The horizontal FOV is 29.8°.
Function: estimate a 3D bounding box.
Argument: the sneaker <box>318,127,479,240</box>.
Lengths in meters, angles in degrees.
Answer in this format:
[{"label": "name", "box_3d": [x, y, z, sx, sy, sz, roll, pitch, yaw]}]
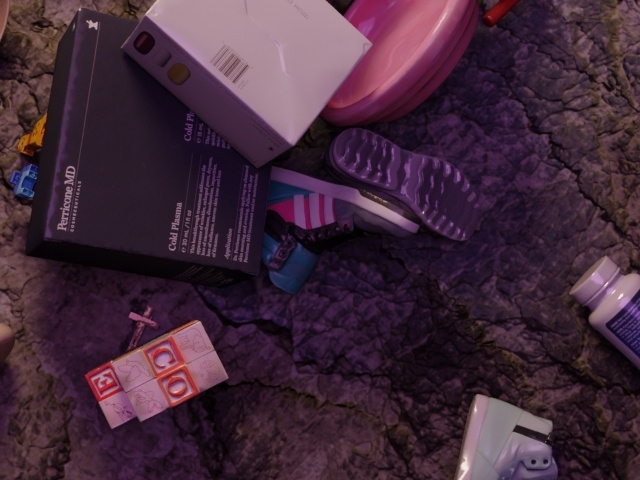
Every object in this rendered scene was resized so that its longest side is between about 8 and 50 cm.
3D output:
[{"label": "sneaker", "box_3d": [0.125, -0.090, 1.874, 0.281, 0.115, 0.105, 31, 74, -19]}]

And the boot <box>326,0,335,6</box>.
[{"label": "boot", "box_3d": [0.002, -0.459, 1.873, 0.118, 0.222, 0.338, 25, 77, 8]}]

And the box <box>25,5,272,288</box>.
[{"label": "box", "box_3d": [-0.243, -0.127, 1.768, 0.312, 0.179, 0.343, 11, 78, -21]}]

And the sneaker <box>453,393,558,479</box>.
[{"label": "sneaker", "box_3d": [0.275, 0.370, 1.800, 0.151, 0.094, 0.256, 15, 76, 4]}]

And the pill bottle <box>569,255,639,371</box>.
[{"label": "pill bottle", "box_3d": [0.482, 0.117, 1.860, 0.187, 0.112, 0.112, 43, 79, 3]}]

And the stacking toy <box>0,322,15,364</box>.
[{"label": "stacking toy", "box_3d": [-0.607, 0.073, 1.767, 0.141, 0.141, 0.330, -44, 82, -11]}]

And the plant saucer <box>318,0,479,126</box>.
[{"label": "plant saucer", "box_3d": [0.121, -0.301, 1.819, 0.084, 0.332, 0.332, 35, 77, -26]}]

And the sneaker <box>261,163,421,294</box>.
[{"label": "sneaker", "box_3d": [0.000, 0.000, 1.794, 0.295, 0.124, 0.178, 18, 87, 38]}]

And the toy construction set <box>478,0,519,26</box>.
[{"label": "toy construction set", "box_3d": [0.250, -0.527, 1.923, 0.237, 0.257, 0.309, -43, 107, -23]}]

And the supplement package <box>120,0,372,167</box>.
[{"label": "supplement package", "box_3d": [-0.103, -0.269, 1.671, 0.262, 0.145, 0.204, 41, 69, -11]}]

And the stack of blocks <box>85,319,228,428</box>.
[{"label": "stack of blocks", "box_3d": [-0.234, 0.187, 1.685, 0.171, 0.297, 0.087, -27, 91, -10]}]

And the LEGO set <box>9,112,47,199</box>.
[{"label": "LEGO set", "box_3d": [-0.423, -0.122, 1.845, 0.087, 0.093, 0.227, 25, 71, -32]}]

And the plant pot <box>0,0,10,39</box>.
[{"label": "plant pot", "box_3d": [-0.637, -0.376, 1.795, 0.191, 0.284, 0.284, 31, 76, 37]}]

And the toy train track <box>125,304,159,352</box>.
[{"label": "toy train track", "box_3d": [-0.277, 0.139, 1.839, 0.048, 0.014, 0.083, 25, 84, -7]}]
